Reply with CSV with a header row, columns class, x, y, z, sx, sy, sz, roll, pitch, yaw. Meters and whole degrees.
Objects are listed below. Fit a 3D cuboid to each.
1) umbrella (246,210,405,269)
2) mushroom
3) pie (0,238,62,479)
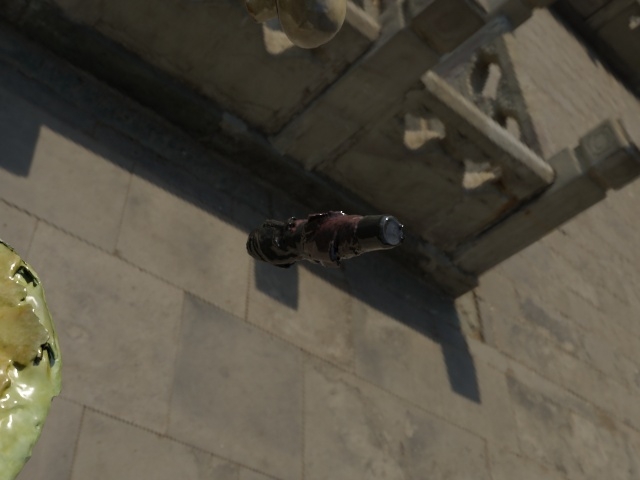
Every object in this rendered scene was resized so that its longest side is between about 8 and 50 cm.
class,x,y,z,sx,sy,sz,roll,pitch,yaw
umbrella,0.000,0.000,1.265,0.090,0.326,0.094,-7,93,-44
mushroom,-0.050,-0.468,1.484,0.204,0.204,0.204,32,39,-30
pie,-0.328,0.091,0.542,0.306,0.071,0.306,10,52,-13
